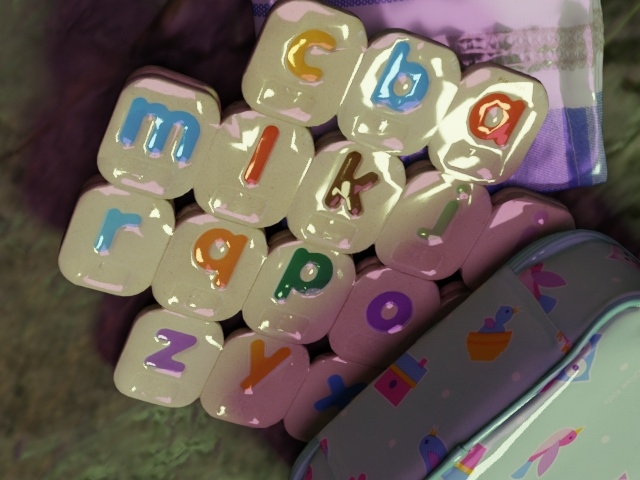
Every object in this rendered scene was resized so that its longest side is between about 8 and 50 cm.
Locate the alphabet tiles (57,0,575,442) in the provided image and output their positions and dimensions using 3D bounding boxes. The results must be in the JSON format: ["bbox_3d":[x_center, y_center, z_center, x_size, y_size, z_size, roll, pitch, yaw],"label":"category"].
[{"bbox_3d":[0.000,0.000,0.782,0.284,0.021,0.278,17,118,-17],"label":"alphabet tiles"}]

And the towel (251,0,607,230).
[{"bbox_3d":[0.062,-0.150,0.756,0.209,0.034,0.285,-7,110,-4],"label":"towel"}]

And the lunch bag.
[{"bbox_3d":[0.130,0.145,0.816,0.279,0.108,0.224,-44,126,12],"label":"lunch bag"}]
